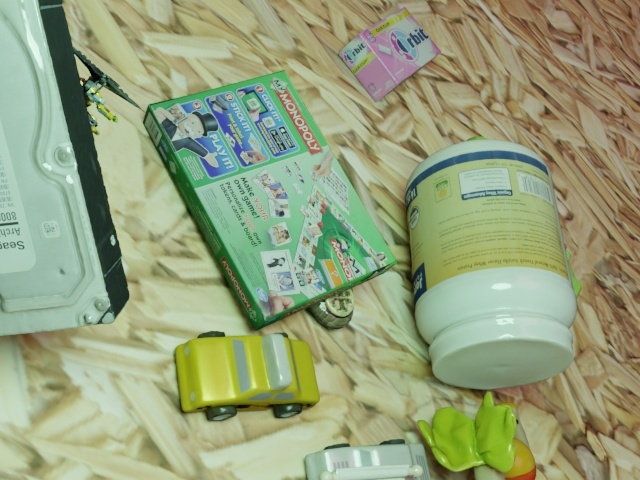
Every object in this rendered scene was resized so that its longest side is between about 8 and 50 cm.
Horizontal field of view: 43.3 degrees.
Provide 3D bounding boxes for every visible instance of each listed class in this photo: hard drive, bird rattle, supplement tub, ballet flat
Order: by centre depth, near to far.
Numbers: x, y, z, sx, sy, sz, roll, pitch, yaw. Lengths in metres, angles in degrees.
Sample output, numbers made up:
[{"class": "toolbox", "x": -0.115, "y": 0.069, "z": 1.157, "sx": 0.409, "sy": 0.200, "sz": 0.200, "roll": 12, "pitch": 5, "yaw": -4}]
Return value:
[{"class": "hard drive", "x": -0.315, "y": -0.078, "z": 0.688, "sx": 0.064, "sy": 0.237, "sz": 0.338, "roll": -81, "pitch": 165, "yaw": -69}, {"class": "bird rattle", "x": 0.250, "y": 0.322, "z": 1.079, "sx": 0.207, "sy": 0.143, "sz": 0.253, "roll": -20, "pitch": 87, "yaw": -58}, {"class": "ballet flat", "x": 0.000, "y": 0.000, "z": 1.118, "sx": 0.084, "sy": 0.058, "sz": 0.249, "roll": 6, "pitch": 61, "yaw": -40}, {"class": "supplement tub", "x": 0.245, "y": 0.037, "z": 1.182, "sx": 0.228, "sy": 0.228, "sz": 0.316, "roll": 20, "pitch": 53, "yaw": -31}]

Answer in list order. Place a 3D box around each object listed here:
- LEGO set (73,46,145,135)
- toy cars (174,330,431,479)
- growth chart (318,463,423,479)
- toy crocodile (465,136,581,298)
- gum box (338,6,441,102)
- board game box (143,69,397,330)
[{"class": "LEGO set", "x": -0.319, "y": -0.202, "z": 0.812, "sx": 0.331, "sy": 0.255, "sz": 0.192, "roll": 43, "pitch": 84, "yaw": -4}, {"class": "toy cars", "x": 0.005, "y": 0.221, "z": 0.968, "sx": 0.394, "sy": 0.087, "sz": 0.176, "roll": 43, "pitch": 45, "yaw": -12}, {"class": "growth chart", "x": 0.044, "y": 0.365, "z": 0.904, "sx": 0.172, "sy": 0.021, "sz": 0.237, "roll": 18, "pitch": 78, "yaw": -35}, {"class": "toy crocodile", "x": 0.342, "y": -0.029, "z": 1.392, "sx": 0.340, "sy": 0.105, "sz": 0.115, "roll": 53, "pitch": 44, "yaw": -3}, {"class": "gum box", "x": 0.127, "y": -0.333, "z": 1.424, "sx": 0.107, "sy": 0.062, "sz": 0.188, "roll": 51, "pitch": 44, "yaw": -3}, {"class": "board game box", "x": -0.065, "y": -0.064, "z": 1.058, "sx": 0.214, "sy": 0.046, "sz": 0.317, "roll": -21, "pitch": 75, "yaw": -32}]
